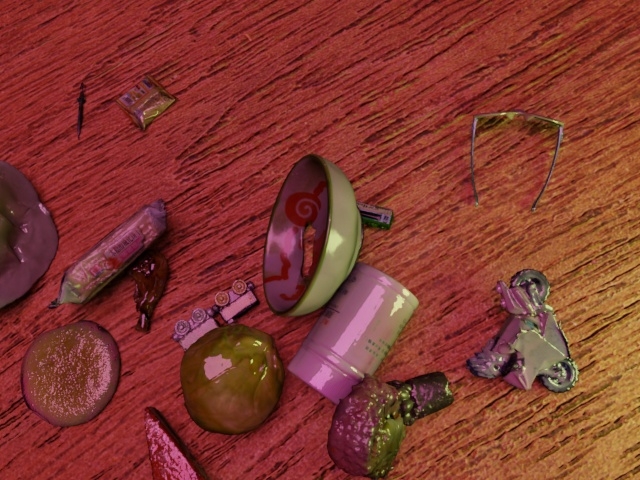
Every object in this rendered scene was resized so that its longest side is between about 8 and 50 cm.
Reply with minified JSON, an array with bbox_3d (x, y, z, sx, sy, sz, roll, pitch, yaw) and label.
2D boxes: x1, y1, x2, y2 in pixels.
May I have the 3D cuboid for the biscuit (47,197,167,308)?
[{"bbox_3d":[-0.437,0.029,1.456,0.309,0.186,0.079,-40,102,-7],"label":"biscuit"}]

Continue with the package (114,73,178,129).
[{"bbox_3d":[-0.413,-0.328,1.631,0.120,0.031,0.108,-44,73,-12],"label":"package"}]

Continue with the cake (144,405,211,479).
[{"bbox_3d":[-0.304,0.446,1.353,0.116,0.086,0.220,-43,74,-8],"label":"cake"}]

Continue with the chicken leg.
[{"bbox_3d":[-0.377,0.106,1.481,0.093,0.070,0.178,6,86,-16],"label":"chicken leg"}]

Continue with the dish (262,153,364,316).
[{"bbox_3d":[0.000,0.000,1.365,0.124,0.324,0.324,13,73,-23],"label":"dish"}]

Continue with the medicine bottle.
[{"bbox_3d":[0.063,0.186,1.347,0.152,0.152,0.254,32,80,16],"label":"medicine bottle"}]

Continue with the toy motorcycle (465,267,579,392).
[{"bbox_3d":[0.368,0.191,1.325,0.204,0.108,0.239,-18,72,2],"label":"toy motorcycle"}]

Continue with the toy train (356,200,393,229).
[{"bbox_3d":[0.050,-0.065,1.480,0.209,0.044,0.042,14,77,12],"label":"toy train"}]

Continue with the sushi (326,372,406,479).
[{"bbox_3d":[0.080,0.364,1.237,0.107,0.161,0.241,20,120,26],"label":"sushi"}]

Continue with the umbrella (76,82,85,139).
[{"bbox_3d":[-0.574,-0.313,1.655,0.022,0.022,0.149,-23,65,46],"label":"umbrella"}]

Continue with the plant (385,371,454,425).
[{"bbox_3d":[0.180,0.303,1.332,0.143,0.094,0.092,-16,86,-9],"label":"plant"}]

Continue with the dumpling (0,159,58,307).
[{"bbox_3d":[-0.749,-0.022,1.510,0.211,0.270,0.321,7,99,32],"label":"dumpling"}]

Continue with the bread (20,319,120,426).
[{"bbox_3d":[-0.534,0.278,1.464,0.228,0.033,0.229,-3,74,9],"label":"bread"}]

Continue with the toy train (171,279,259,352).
[{"bbox_3d":[-0.214,0.160,1.443,0.202,0.060,0.081,-35,79,-4],"label":"toy train"}]

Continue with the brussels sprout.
[{"bbox_3d":[-0.171,0.271,1.348,0.223,0.161,0.223,-2,80,9],"label":"brussels sprout"}]

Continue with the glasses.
[{"bbox_3d":[0.404,-0.177,1.442,0.189,0.088,0.221,8,75,10],"label":"glasses"}]
